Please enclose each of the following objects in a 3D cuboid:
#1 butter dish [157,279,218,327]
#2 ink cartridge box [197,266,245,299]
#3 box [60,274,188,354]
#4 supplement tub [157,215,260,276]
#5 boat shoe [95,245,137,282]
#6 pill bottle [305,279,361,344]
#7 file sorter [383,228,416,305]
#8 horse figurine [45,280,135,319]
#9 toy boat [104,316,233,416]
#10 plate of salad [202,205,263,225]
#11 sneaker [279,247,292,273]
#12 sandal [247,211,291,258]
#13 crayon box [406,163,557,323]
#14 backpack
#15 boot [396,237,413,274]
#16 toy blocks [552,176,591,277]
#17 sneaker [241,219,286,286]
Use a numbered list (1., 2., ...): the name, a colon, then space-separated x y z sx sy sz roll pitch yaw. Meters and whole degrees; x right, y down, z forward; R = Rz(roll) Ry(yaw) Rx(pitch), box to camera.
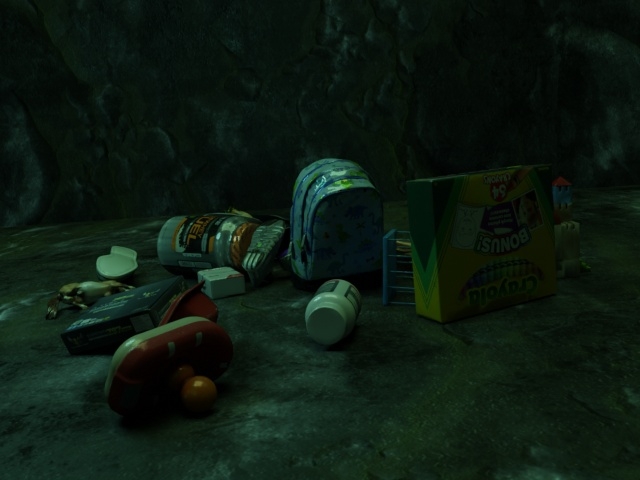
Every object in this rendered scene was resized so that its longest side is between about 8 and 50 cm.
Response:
1. butter dish: -0.258 0.181 1.416 0.118 0.160 0.160 33 12 1
2. ink cartridge box: -0.279 0.118 1.950 0.099 0.056 0.135 -8 11 -23
3. box: -0.426 0.161 1.537 0.232 0.059 0.183 -15 16 18
4. supplement tub: -0.329 0.020 2.142 0.316 0.194 0.193 1 11 31
5. boat shoe: -0.631 0.098 2.148 0.116 0.099 0.319 17 9 -11
6. pill bottle: 0.025 0.153 1.471 0.107 0.108 0.180 -2 10 11
7. file sorter: 0.215 0.067 1.716 0.104 0.170 0.118 3 11 17
8. horse figurine: -0.628 0.149 1.897 0.263 0.066 0.174 -11 12 -34
9. toy boat: -0.231 0.228 1.160 0.151 0.151 0.231 36 31 25
10. plate of salad: -0.282 -0.073 2.258 0.199 0.048 0.200 4 -10 1
11. sneaker: 0.000 0.001 2.120 0.293 0.102 0.146 -22 40 -10
12. sandal: -0.137 -0.006 2.338 0.445 0.168 0.107 1 29 30
13. crayon box: 0.382 -0.003 1.610 0.362 0.313 0.106 -10 8 -28
14. backpack: 0.051 -0.044 1.877 0.290 0.356 0.273 -5 11 -9
15. boot: 0.293 0.027 2.072 0.220 0.109 0.283 -11 13 -31
16. toy blocks: 0.530 -0.029 1.853 0.381 0.261 0.191 -5 10 -1
17. sneaker: -0.160 0.047 2.048 0.086 0.132 0.229 8 41 23
